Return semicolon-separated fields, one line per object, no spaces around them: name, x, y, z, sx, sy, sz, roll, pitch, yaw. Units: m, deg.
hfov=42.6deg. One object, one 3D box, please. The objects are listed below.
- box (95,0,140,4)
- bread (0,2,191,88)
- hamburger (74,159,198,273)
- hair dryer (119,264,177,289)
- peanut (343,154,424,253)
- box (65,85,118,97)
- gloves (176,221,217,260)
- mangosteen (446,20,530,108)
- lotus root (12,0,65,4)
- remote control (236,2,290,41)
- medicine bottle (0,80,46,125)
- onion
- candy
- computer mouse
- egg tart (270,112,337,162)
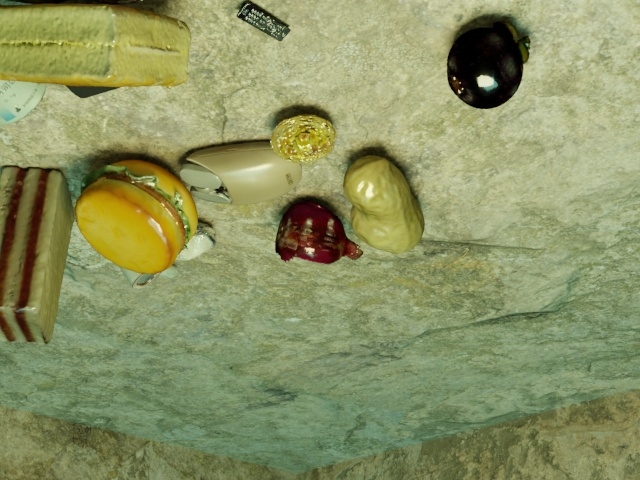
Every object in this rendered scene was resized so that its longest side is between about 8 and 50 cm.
box;-0.269;-0.408;1.063;0.151;0.135;0.151;0;154;0
bread;-0.340;-0.278;1.179;0.246;0.111;0.239;6;-169;17
hamburger;-0.356;-0.062;1.634;0.246;0.170;0.246;16;136;16
hair dryer;-0.400;0.049;1.933;0.073;0.131;0.236;-42;163;9
peanut;0.126;-0.064;1.699;0.147;0.148;0.319;-11;153;16
box;-0.382;-0.295;1.373;0.125;0.027;0.126;-13;148;14
gloves;-0.312;-0.005;1.852;0.153;0.070;0.114;-13;143;19
mangosteen;0.281;-0.288;1.335;0.151;0.137;0.137;-36;151;-10
lotus root;-0.422;-0.382;1.152;0.190;0.094;0.108;-1;129;15
remote control;-0.089;-0.347;1.300;0.091;0.016;0.034;23;127;-38
medicine bottle;-0.531;-0.275;1.288;0.135;0.135;0.168;-12;149;18
onion;0.002;-0.016;1.780;0.198;0.135;0.173;6;-173;-20
candy;-0.592;0.031;1.651;0.135;0.321;0.179;4;155;-4
computer mouse;-0.154;-0.129;1.626;0.236;0.082;0.145;-6;151;5
egg tart;-0.034;-0.197;1.531;0.128;0.049;0.129;-6;145;-4
